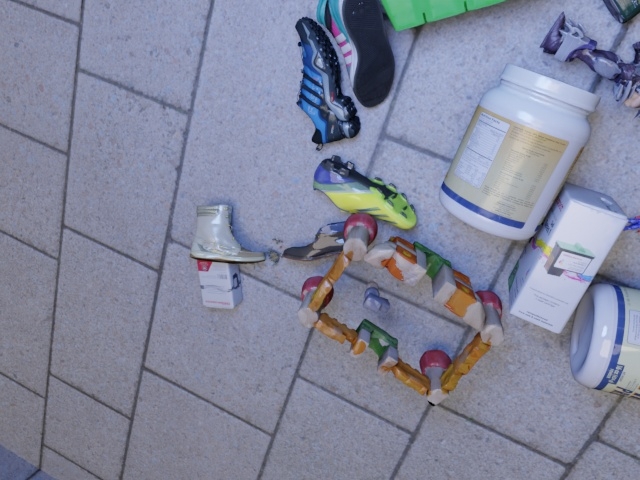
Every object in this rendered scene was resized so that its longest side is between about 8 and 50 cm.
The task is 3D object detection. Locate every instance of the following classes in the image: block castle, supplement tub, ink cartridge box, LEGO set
[{"bbox_3d":[0.196,0.159,1.233,0.453,0.213,0.303,32,112,-2],"label":"block castle"},{"bbox_3d":[0.734,0.233,1.061,0.324,0.235,0.236,11,111,17],"label":"supplement tub"},{"bbox_3d":[0.526,0.028,1.087,0.117,0.201,0.278,24,114,11],"label":"ink cartridge box"},{"bbox_3d":[-0.129,0.034,1.436,0.054,0.023,0.083,33,103,5],"label":"LEGO set"},{"bbox_3d":[-0.304,0.123,1.503,0.109,0.063,0.151,3,109,19],"label":"ink cartridge box"},{"bbox_3d":[0.411,-0.184,1.043,0.228,0.228,0.316,25,114,11],"label":"supplement tub"}]

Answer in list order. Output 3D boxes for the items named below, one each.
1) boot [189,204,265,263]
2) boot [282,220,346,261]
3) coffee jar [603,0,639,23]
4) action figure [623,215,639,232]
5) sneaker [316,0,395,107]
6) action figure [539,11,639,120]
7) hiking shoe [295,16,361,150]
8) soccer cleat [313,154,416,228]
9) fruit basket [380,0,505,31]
[{"bbox_3d":[-0.257,-0.018,1.416,0.213,0.077,0.165,6,80,-6],"label":"boot"},{"bbox_3d":[0.000,0.000,1.350,0.219,0.082,0.106,-2,97,11],"label":"boot"},{"bbox_3d":[0.636,-0.507,0.933,0.184,0.079,0.096,-32,93,27],"label":"coffee jar"},{"bbox_3d":[0.704,-0.038,1.097,0.115,0.030,0.038,-13,98,22],"label":"action figure"},{"bbox_3d":[0.074,-0.465,1.136,0.123,0.178,0.296,-22,140,-3],"label":"sneaker"},{"bbox_3d":[0.575,-0.339,0.969,0.285,0.185,0.099,36,135,12],"label":"action figure"},{"bbox_3d":[-0.014,-0.377,1.198,0.132,0.113,0.304,-16,102,23],"label":"hiking shoe"},{"bbox_3d":[0.110,-0.105,1.265,0.289,0.093,0.121,33,127,9],"label":"soccer cleat"},{"bbox_3d":[0.245,-0.622,0.922,0.391,0.283,0.392,9,125,13],"label":"fruit basket"}]
